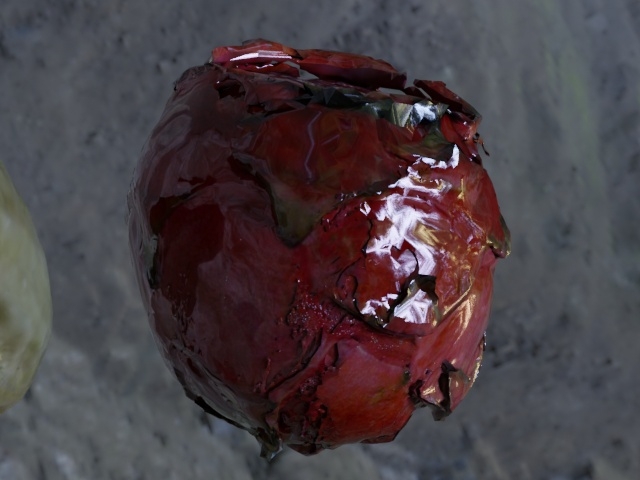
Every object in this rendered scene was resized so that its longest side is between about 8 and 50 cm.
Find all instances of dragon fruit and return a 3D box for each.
[{"bbox_3d":[0.000,0.000,1.274,0.296,0.295,0.301,-14,110,-15],"label":"dragon fruit"}]

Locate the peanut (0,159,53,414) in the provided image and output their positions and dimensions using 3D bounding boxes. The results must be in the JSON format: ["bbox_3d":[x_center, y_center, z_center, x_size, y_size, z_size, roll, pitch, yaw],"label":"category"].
[{"bbox_3d":[-0.276,-0.007,1.105,0.170,0.192,0.387,-19,145,2],"label":"peanut"}]
